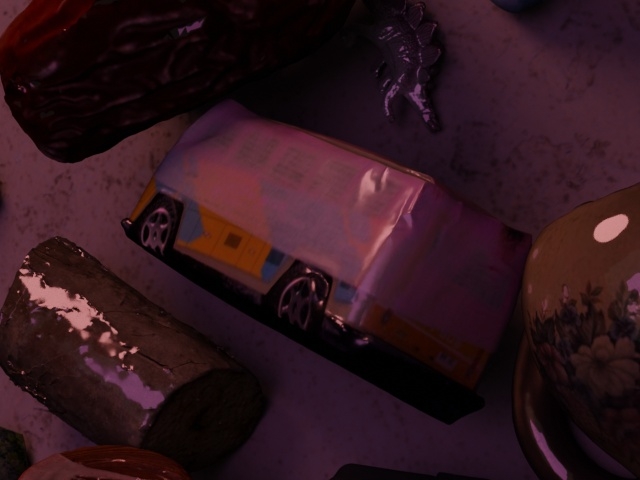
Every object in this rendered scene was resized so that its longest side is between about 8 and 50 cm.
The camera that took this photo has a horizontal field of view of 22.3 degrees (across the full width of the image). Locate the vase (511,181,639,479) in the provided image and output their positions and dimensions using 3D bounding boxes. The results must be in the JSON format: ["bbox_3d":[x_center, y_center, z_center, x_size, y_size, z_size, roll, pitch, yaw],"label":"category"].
[{"bbox_3d":[0.267,0.114,1.221,0.329,0.241,0.302,-30,79,49],"label":"vase"}]

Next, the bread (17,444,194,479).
[{"bbox_3d":[-0.177,0.231,1.334,0.160,0.160,0.073,12,114,29],"label":"bread"}]

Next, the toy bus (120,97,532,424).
[{"bbox_3d":[0.000,0.000,1.350,0.386,0.171,0.162,24,81,51],"label":"toy bus"}]

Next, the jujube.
[{"bbox_3d":[-0.127,-0.202,1.421,0.342,0.216,0.216,-36,65,11],"label":"jujube"}]

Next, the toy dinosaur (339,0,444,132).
[{"bbox_3d":[0.062,-0.190,1.469,0.082,0.039,0.209,-34,74,15],"label":"toy dinosaur"}]

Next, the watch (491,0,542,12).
[{"bbox_3d":[0.182,-0.324,1.371,0.193,0.211,0.211,-34,64,-5],"label":"watch"}]

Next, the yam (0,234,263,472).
[{"bbox_3d":[-0.190,0.109,1.479,0.254,0.154,0.154,35,97,27],"label":"yam"}]

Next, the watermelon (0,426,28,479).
[{"bbox_3d":[-0.334,0.224,1.579,0.072,0.092,0.084,127,138,-53],"label":"watermelon"}]

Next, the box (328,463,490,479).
[{"bbox_3d":[0.122,0.258,1.293,0.230,0.160,0.050,4,39,29],"label":"box"}]
